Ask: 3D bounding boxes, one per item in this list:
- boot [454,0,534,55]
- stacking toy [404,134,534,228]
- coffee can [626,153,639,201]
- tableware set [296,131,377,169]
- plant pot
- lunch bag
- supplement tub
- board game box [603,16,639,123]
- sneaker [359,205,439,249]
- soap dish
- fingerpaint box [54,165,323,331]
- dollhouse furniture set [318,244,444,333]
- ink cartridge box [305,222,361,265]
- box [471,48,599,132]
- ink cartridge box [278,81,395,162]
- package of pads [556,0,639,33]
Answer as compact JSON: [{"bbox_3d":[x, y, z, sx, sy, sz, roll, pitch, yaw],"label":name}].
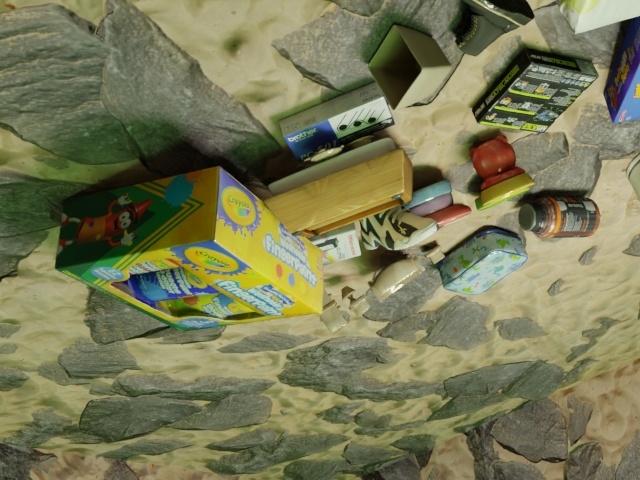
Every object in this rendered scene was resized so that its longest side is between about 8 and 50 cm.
[{"bbox_3d":[0.263,-0.383,1.477,0.197,0.077,0.137,14,144,-39],"label":"boot"},{"bbox_3d":[0.331,-0.125,1.956,0.308,0.130,0.279,-24,175,19],"label":"stacking toy"},{"bbox_3d":[0.893,-0.090,2.058,0.201,0.275,0.201,-12,150,-7],"label":"coffee can"},{"bbox_3d":[0.035,-0.173,1.686,0.168,0.020,0.141,-17,173,-25],"label":"tableware set"},{"bbox_3d":[0.168,-0.311,1.525,0.096,0.109,0.109,-10,152,-35],"label":"plant pot"},{"bbox_3d":[0.436,0.061,2.282,0.176,0.090,0.219,12,140,-37],"label":"lunch bag"},{"bbox_3d":[0.600,-0.058,2.143,0.197,0.106,0.106,-1,147,-25],"label":"supplement tub"},{"bbox_3d":[0.705,-0.360,1.641,0.233,0.078,0.347,-11,159,3],"label":"board game box"},{"bbox_3d":[0.152,-0.066,1.854,0.094,0.153,0.235,-28,-169,-24],"label":"sneaker"},{"bbox_3d":[0.051,-0.098,1.737,0.290,0.118,0.229,-20,174,9],"label":"soap dish"},{"bbox_3d":[-0.252,0.043,1.761,0.371,0.163,0.445,-10,154,23],"label":"fingerpaint box"},{"bbox_3d":[0.127,0.059,2.093,0.355,0.174,0.303,-35,174,0],"label":"dollhouse furniture set"},{"bbox_3d":[0.000,0.000,1.990,0.175,0.072,0.127,-16,150,1],"label":"ink cartridge box"},{"bbox_3d":[0.436,-0.299,1.725,0.190,0.045,0.184,2,148,-30],"label":"box"},{"bbox_3d":[0.033,-0.228,1.649,0.207,0.046,0.097,-21,149,9],"label":"ink cartridge box"},{"bbox_3d":[0.484,-0.458,1.282,0.229,0.101,0.296,-16,152,0],"label":"package of pads"}]
